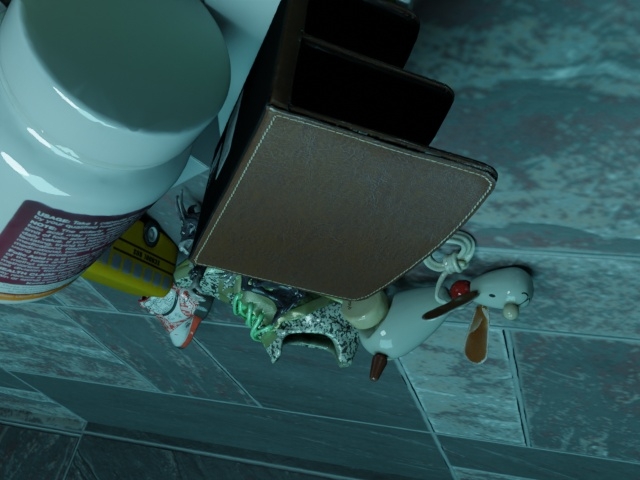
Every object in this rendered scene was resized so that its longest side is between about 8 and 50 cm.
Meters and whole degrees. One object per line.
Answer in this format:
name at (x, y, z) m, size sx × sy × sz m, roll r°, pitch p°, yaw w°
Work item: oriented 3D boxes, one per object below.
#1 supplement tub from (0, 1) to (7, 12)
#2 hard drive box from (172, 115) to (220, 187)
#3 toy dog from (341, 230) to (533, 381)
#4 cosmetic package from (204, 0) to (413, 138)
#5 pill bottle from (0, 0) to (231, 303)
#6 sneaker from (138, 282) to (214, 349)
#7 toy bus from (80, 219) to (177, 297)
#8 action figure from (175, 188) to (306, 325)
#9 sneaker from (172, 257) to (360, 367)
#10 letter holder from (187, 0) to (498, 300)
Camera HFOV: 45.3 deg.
supplement tub at (-0.533, -0.178, 1.049) m, size 0.241 × 0.240 × 0.331 m, roll 22°, pitch 151°, yaw -13°
hard drive box at (-0.211, -0.153, 1.001) m, size 0.089 × 0.181 × 0.232 m, roll 35°, pitch 145°, yaw -30°
toy dog at (0.185, 0.146, 1.304) m, size 0.220 × 0.160 × 0.334 m, roll 28°, pitch 137°, yaw -27°
cosmetic package at (-0.005, -0.237, 0.776) m, size 0.197 × 0.155 × 0.365 m, roll 10°, pitch 150°, yaw 4°
pill bottle at (-0.267, -0.097, 0.777) m, size 0.224 × 0.224 × 0.392 m, roll 29°, pitch 143°, yaw -24°
sneaker at (-0.333, 0.150, 1.706) m, size 0.145 × 0.090 × 0.270 m, roll 22°, pitch 148°, yaw -11°
toy bus at (-0.391, 0.006, 1.390) m, size 0.108 × 0.130 × 0.333 m, roll 4°, pitch 166°, yaw 22°
action figure at (-0.159, 0.036, 1.324) m, size 0.276 × 0.140 × 0.164 m, roll 37°, pitch 151°, yaw -10°
sneaker at (-0.095, 0.134, 1.456) m, size 0.411 × 0.182 × 0.158 m, roll 12°, pitch 152°, yaw 7°
letter holder at (0.019, -0.074, 0.747) m, size 0.215 × 0.151 × 0.302 m, roll 16°, pitch 151°, yaw -14°
